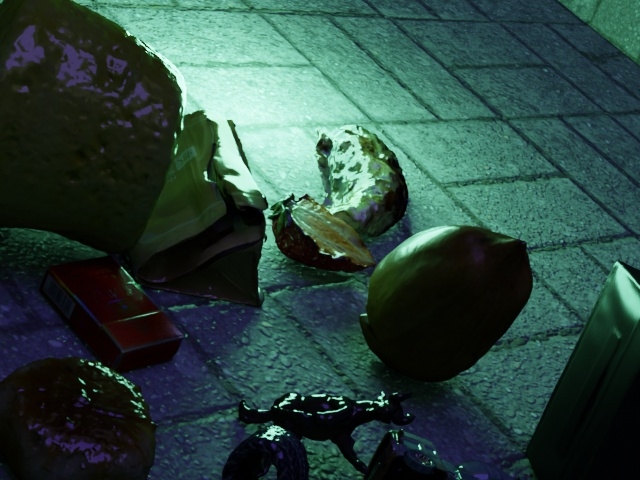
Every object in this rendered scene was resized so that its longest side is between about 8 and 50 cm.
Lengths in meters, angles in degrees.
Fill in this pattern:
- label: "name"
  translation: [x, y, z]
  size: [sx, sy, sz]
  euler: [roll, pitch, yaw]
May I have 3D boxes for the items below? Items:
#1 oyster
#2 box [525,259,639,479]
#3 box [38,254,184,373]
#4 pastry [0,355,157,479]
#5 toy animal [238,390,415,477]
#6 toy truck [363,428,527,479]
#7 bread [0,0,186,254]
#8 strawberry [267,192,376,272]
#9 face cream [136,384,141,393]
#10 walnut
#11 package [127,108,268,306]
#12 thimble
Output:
- label: "oyster"
  translation: [0.080, -0.107, 2.438]
  size: [0.275, 0.100, 0.271]
  euler: [2, 41, -39]
- label: "box"
  translation: [0.473, 0.244, 1.949]
  size: [0.251, 0.345, 0.204]
  euler: [18, 18, -13]
- label: "box"
  translation: [-0.276, 0.095, 1.880]
  size: [0.175, 0.048, 0.112]
  euler: [44, 33, 27]
- label: "pastry"
  translation: [-0.285, 0.214, 1.640]
  size: [0.182, 0.093, 0.192]
  euler: [2, 40, -32]
- label: "toy animal"
  translation: [0.000, 0.236, 1.804]
  size: [0.232, 0.085, 0.148]
  euler: [-5, 9, 14]
- label: "toy truck"
  translation: [0.179, 0.327, 1.837]
  size: [0.256, 0.108, 0.140]
  euler: [22, 17, -13]
- label: "bread"
  translation: [-0.350, -0.149, 1.919]
  size: [0.307, 0.348, 0.348]
  euler: [24, 29, -14]
- label: "strawberry"
  translation: [0.000, 0.000, 2.229]
  size: [0.187, 0.082, 0.146]
  euler: [31, 34, -5]
- label: "face cream"
  translation: [-0.261, 0.189, 1.772]
  size: [0.083, 0.021, 0.040]
  euler: [-1, 42, -41]
- label: "walnut"
  translation: [0.187, 0.073, 2.023]
  size: [0.209, 0.336, 0.209]
  euler: [15, 55, -23]
- label: "package"
  translation: [-0.180, -0.073, 2.110]
  size: [0.221, 0.165, 0.311]
  euler: [12, 32, -24]
- label: "thimble"
  translation: [-0.064, 0.279, 1.705]
  size: [0.095, 0.104, 0.066]
  euler: [46, 26, 8]
